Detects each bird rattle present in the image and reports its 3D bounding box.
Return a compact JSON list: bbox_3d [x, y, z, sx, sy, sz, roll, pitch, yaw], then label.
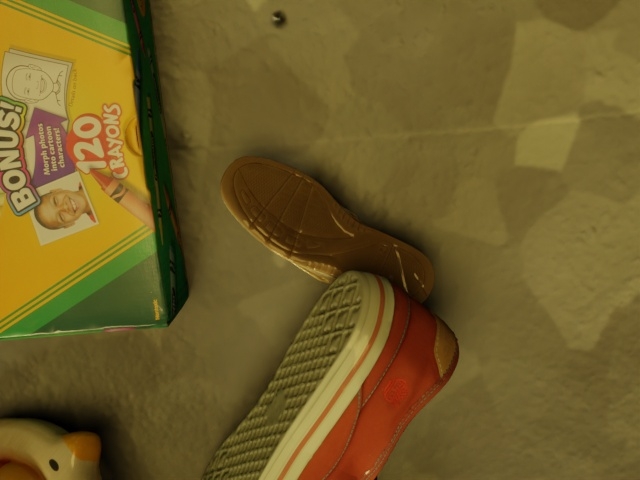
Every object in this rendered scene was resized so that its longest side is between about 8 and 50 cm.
[{"bbox_3d":[-0.235,0.240,1.104,0.253,0.143,0.207,-6,77,38],"label":"bird rattle"}]

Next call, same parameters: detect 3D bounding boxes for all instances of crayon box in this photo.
[{"bbox_3d":[-0.199,-0.073,1.042,0.165,0.081,0.278,-5,102,8],"label":"crayon box"}]

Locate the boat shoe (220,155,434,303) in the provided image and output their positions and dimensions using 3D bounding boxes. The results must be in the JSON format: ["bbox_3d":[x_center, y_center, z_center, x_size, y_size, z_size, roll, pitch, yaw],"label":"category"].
[{"bbox_3d":[0.000,0.000,1.045,0.170,0.059,0.063,33,77,-4],"label":"boat shoe"}]

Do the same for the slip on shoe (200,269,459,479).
[{"bbox_3d":[-0.011,0.168,1.043,0.101,0.123,0.331,23,117,-21],"label":"slip on shoe"}]
